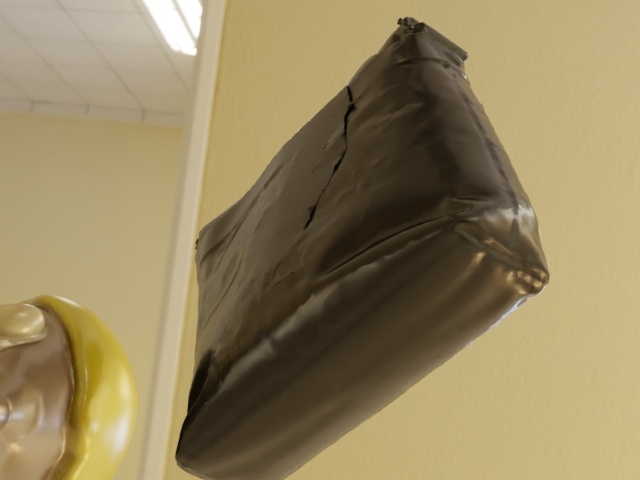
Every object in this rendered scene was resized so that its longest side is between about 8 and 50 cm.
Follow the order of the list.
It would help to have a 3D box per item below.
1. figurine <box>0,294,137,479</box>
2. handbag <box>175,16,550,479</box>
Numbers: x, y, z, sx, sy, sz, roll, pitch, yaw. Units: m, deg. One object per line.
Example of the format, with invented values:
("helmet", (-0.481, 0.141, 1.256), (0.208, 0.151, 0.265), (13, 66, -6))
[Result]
("figurine", (-0.272, 0.100, 0.502), (0.215, 0.187, 0.344), (-29, 148, 15))
("handbag", (0.000, 0.000, 0.475), (0.080, 0.223, 0.247), (31, 121, -31))
